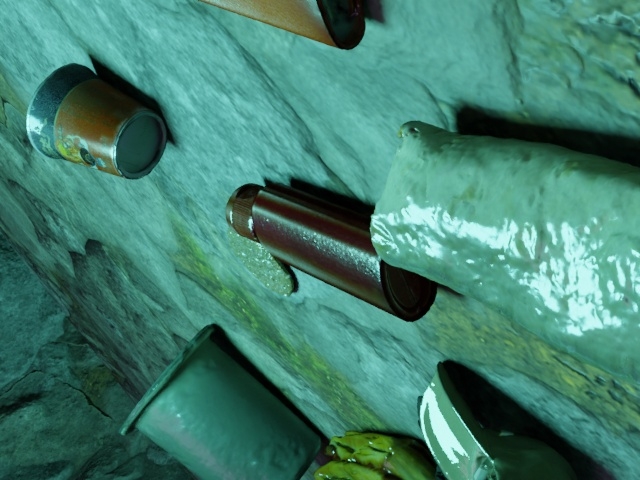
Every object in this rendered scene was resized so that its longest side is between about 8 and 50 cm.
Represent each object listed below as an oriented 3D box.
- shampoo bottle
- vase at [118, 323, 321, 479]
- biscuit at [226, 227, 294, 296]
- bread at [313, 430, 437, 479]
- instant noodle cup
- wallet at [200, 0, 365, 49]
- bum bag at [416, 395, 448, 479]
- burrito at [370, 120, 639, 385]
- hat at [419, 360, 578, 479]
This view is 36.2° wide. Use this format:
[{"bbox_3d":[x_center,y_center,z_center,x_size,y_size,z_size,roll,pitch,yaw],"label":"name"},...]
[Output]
[{"bbox_3d":[0.000,0.000,0.983,0.260,0.064,0.102,22,149,47],"label":"shampoo bottle"},{"bbox_3d":[-0.163,0.328,1.682,0.291,0.245,0.245,41,159,1],"label":"vase"},{"bbox_3d":[-0.077,0.026,1.250,0.120,0.015,0.120,40,159,18],"label":"biscuit"},{"bbox_3d":[0.126,0.429,1.383,0.324,0.167,0.277,50,159,-6],"label":"bread"},{"bbox_3d":[-0.264,-0.135,1.187,0.135,0.127,0.127,25,152,28],"label":"instant noodle cup"},{"bbox_3d":[-0.061,-0.223,0.723,0.204,0.045,0.142,29,155,41],"label":"wallet"},{"bbox_3d":[0.156,0.265,1.193,0.087,0.049,0.198,36,158,38],"label":"bum bag"},{"bbox_3d":[0.159,0.006,0.639,0.299,0.105,0.143,24,146,49],"label":"burrito"},{"bbox_3d":[0.189,0.209,1.031,0.166,0.144,0.173,96,171,-60],"label":"hat"}]
